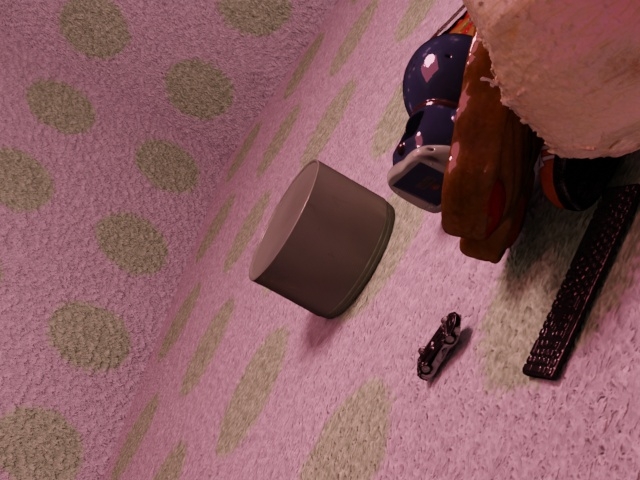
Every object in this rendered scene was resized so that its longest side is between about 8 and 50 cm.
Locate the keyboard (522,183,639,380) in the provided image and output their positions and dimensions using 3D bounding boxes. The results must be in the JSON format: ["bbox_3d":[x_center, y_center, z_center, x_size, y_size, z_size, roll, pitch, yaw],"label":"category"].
[{"bbox_3d":[0.249,0.038,0.991,0.204,0.013,0.061,-63,12,-9],"label":"keyboard"}]

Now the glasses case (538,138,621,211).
[{"bbox_3d":[0.288,-0.155,1.051,0.067,0.103,0.267,14,70,34],"label":"glasses case"}]

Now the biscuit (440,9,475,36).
[{"bbox_3d":[0.230,-0.309,1.690,0.212,0.041,0.239,-49,20,5],"label":"biscuit"}]

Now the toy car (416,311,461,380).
[{"bbox_3d":[0.139,0.121,1.202,0.093,0.025,0.041,-57,15,30],"label":"toy car"}]

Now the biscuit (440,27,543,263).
[{"bbox_3d":[0.199,-0.147,1.097,0.359,0.074,0.381,79,-157,-47],"label":"biscuit"}]

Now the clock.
[{"bbox_3d":[0.180,-0.175,1.443,0.199,0.146,0.243,133,154,-60],"label":"clock"}]

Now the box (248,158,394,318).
[{"bbox_3d":[0.000,0.000,1.714,0.226,0.149,0.226,-55,14,21],"label":"box"}]

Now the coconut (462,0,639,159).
[{"bbox_3d":[0.273,-0.231,0.861,0.254,0.297,0.297,-21,41,57],"label":"coconut"}]

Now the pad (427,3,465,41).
[{"bbox_3d":[0.237,-0.443,1.877,0.250,0.055,0.323,-46,24,12],"label":"pad"}]
